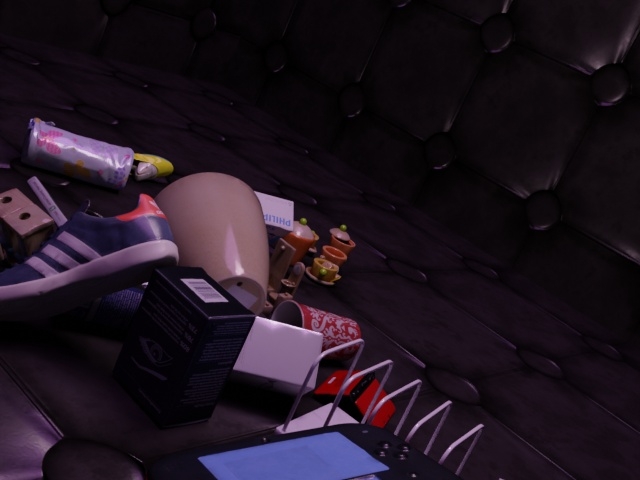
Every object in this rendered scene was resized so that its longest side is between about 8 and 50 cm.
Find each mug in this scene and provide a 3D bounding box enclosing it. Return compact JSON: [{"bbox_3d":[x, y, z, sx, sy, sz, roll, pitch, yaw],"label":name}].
[{"bbox_3d":[-0.016,0.183,1.769,0.169,0.113,0.150,15,21,-38],"label":"mug"}]

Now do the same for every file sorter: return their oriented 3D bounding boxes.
[{"bbox_3d":[0.105,0.317,1.421,0.277,0.173,0.193,33,19,24],"label":"file sorter"}]

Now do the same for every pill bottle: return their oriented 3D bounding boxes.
[{"bbox_3d":[-0.357,0.098,1.524,0.219,0.123,0.123,18,18,-22],"label":"pill bottle"}]

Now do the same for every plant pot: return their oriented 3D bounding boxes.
[{"bbox_3d":[-0.201,0.042,1.677,0.256,0.257,0.274,15,26,-30],"label":"plant pot"}]

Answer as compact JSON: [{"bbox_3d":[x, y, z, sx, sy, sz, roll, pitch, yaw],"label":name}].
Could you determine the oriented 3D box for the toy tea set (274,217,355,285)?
[{"bbox_3d":[0.000,0.000,2.309,0.200,0.124,0.336,26,17,6],"label":"toy tea set"}]

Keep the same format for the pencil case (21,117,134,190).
[{"bbox_3d":[-0.607,-0.214,2.128,0.273,0.113,0.124,18,40,-25],"label":"pencil case"}]

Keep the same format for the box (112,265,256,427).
[{"bbox_3d":[-0.220,0.167,1.360,0.153,0.207,0.108,38,21,34],"label":"box"}]

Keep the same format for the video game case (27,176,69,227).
[{"bbox_3d":[-0.470,-0.004,1.628,0.193,0.023,0.212,41,-17,44],"label":"video game case"}]

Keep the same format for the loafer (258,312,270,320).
[{"bbox_3d":[-0.122,0.196,1.665,0.078,0.080,0.220,-16,28,-31],"label":"loafer"}]

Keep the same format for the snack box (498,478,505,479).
[{"bbox_3d":[0.411,0.494,1.569,0.178,0.022,0.064,23,16,-6],"label":"snack box"}]

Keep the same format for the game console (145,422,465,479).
[{"bbox_3d":[-0.005,0.333,1.115,0.386,0.060,0.342,-4,7,-29],"label":"game console"}]

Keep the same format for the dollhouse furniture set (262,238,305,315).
[{"bbox_3d":[-0.117,0.079,1.910,0.144,0.123,0.151,37,21,35],"label":"dollhouse furniture set"}]

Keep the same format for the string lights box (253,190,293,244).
[{"bbox_3d":[-0.186,-0.028,1.951,0.133,0.077,0.259,14,-25,-33],"label":"string lights box"}]

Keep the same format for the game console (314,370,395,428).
[{"bbox_3d":[0.068,0.313,1.656,0.124,0.085,0.144,-3,8,20],"label":"game console"}]

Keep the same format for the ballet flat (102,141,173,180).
[{"bbox_3d":[-0.517,-0.202,2.318,0.230,0.077,0.077,16,40,-19],"label":"ballet flat"}]

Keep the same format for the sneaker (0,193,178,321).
[{"bbox_3d":[-0.410,0.023,1.384,0.131,0.350,0.148,82,-9,-71],"label":"sneaker"}]

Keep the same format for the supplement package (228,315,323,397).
[{"bbox_3d":[-0.100,0.203,1.510,0.179,0.105,0.105,16,-23,-13],"label":"supplement package"}]

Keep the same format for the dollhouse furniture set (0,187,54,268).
[{"bbox_3d":[-0.582,0.019,1.516,0.129,0.129,0.183,35,49,31],"label":"dollhouse furniture set"}]
